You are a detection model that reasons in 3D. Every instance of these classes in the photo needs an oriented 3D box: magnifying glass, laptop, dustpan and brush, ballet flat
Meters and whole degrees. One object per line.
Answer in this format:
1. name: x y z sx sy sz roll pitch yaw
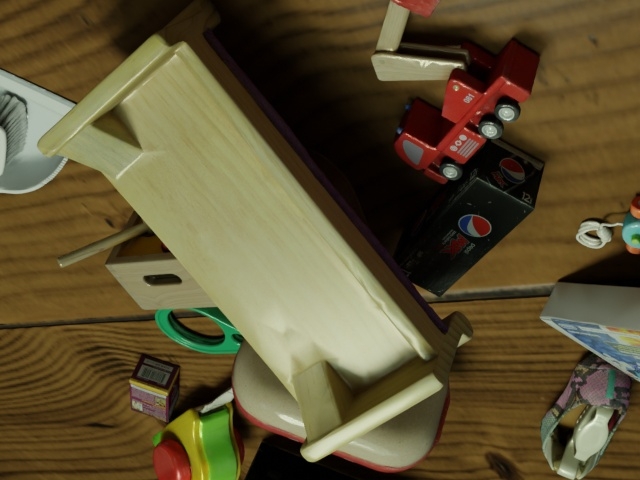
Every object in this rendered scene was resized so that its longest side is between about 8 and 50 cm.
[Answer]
1. magnifying glass: -0.082 0.111 1.226 0.231 0.026 0.092 14 143 13
2. laptop: 0.001 0.382 1.427 0.234 0.264 0.136 21 107 -1
3. dustpan and brush: -0.329 -0.079 1.073 0.147 0.060 0.211 24 143 -4
4. ballet flat: 0.275 0.203 1.115 0.077 0.079 0.221 15 143 7

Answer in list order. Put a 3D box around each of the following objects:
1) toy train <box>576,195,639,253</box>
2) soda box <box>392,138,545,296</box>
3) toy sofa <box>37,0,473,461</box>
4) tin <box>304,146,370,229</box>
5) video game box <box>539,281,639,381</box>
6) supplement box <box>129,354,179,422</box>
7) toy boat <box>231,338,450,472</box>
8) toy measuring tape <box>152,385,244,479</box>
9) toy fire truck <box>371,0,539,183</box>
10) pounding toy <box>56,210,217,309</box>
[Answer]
1. toy train: 0.305 0.032 0.913 0.166 0.046 0.125 33 142 -15
2. soda box: 0.126 -0.017 0.933 0.060 0.053 0.169 27 144 -9
3. toy sofa: -0.040 -0.015 0.889 0.150 0.177 0.362 -36 98 27
4. tin: 0.000 0.000 0.990 0.106 0.040 0.189 -1 124 39
5. video game box: 0.317 0.102 0.922 0.187 0.048 0.205 29 172 -13
6. supplement box: -0.215 0.193 1.374 0.055 0.043 0.083 18 143 4
7. toy boat: 0.016 0.168 1.144 0.231 0.151 0.151 20 148 2
8. toy measuring tape: -0.128 0.261 1.353 0.121 0.121 0.330 33 141 -15
9. toy fire truck: 0.090 -0.131 0.813 0.135 0.047 0.192 29 144 -9
10. pounding toy: -0.152 0.001 1.029 0.141 0.130 0.100 -4 136 31
